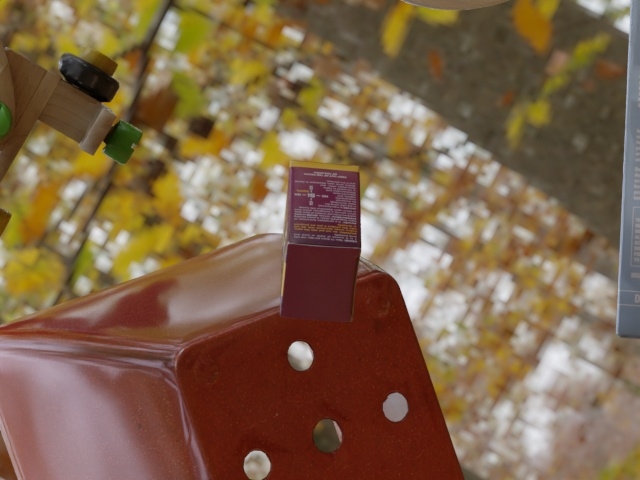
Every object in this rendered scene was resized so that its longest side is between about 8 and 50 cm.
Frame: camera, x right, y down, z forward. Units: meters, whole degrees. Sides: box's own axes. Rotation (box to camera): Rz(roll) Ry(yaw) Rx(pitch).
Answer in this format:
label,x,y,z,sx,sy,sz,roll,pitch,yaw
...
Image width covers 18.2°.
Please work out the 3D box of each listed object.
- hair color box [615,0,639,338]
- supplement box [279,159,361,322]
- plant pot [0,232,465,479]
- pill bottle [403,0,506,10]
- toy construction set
label,x,y,z,sx,sy,sz,roll,pitch,yaw
hair color box,0.333,-0.106,1.693,0.185,0.113,0.374,-6,-81,-67
supplement box,0.000,0.000,1.140,0.083,0.043,0.055,-90,6,-54
plant pot,-0.049,0.141,1.412,0.267,0.236,0.267,-20,-88,-29
pill bottle,0.066,-0.256,1.122,0.136,0.136,0.246,91,173,-47
toy construction set,-0.300,-0.076,1.759,0.309,0.237,0.257,-36,34,62
